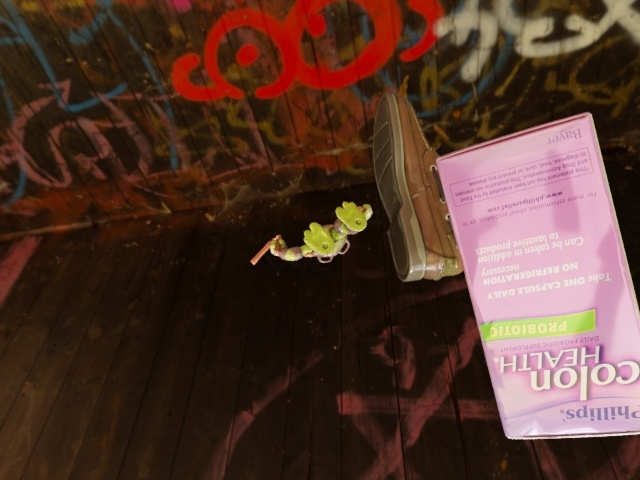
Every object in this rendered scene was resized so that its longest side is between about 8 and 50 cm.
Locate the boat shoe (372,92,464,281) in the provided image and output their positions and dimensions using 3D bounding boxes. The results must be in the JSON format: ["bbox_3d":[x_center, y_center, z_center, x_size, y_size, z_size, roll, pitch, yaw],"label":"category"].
[{"bbox_3d":[0.154,-0.087,0.747,0.104,0.111,0.308,-5,-102,-9],"label":"boat shoe"}]

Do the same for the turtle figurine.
[{"bbox_3d":[0.000,0.000,0.890,0.269,0.217,0.087,-21,-92,-9],"label":"turtle figurine"}]

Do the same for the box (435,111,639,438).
[{"bbox_3d":[0.213,0.021,0.457,0.117,0.243,0.213,-15,-177,25],"label":"box"}]
